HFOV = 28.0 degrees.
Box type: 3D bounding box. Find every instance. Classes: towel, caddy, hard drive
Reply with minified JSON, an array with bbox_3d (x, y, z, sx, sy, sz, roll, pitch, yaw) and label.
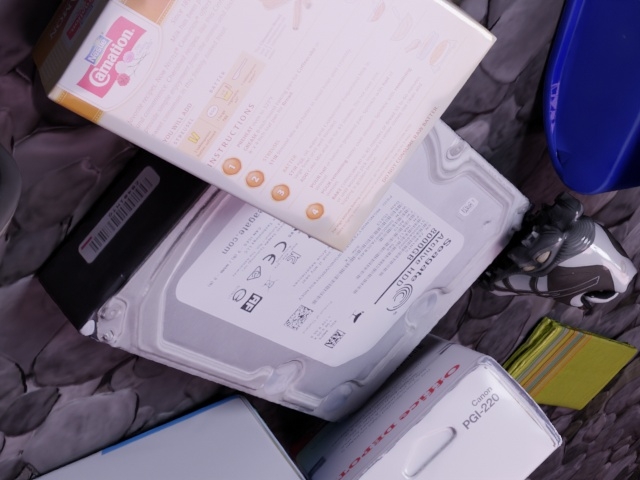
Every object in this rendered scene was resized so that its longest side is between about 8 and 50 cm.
[{"bbox_3d":[0.258,0.134,1.354,0.102,0.021,0.237,-48,149,16],"label":"towel"},{"bbox_3d":[0.307,-0.130,0.907,0.179,0.241,0.341,-17,139,-27],"label":"caddy"},{"bbox_3d":[0.000,0.000,0.871,0.237,0.064,0.339,-48,149,6],"label":"hard drive"}]

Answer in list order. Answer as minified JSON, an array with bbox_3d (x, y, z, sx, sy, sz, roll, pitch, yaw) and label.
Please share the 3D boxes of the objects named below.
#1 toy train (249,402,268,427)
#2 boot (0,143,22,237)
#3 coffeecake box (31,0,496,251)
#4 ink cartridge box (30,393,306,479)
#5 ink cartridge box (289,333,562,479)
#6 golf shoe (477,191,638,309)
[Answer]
[{"bbox_3d":[-0.052,0.155,1.030,0.024,0.017,0.083,-47,149,-17],"label":"toy train"},{"bbox_3d":[-0.286,0.111,0.525,0.284,0.138,0.377,-61,176,38],"label":"boot"},{"bbox_3d":[-0.028,-0.100,0.653,0.185,0.068,0.142,28,105,-31],"label":"coffeecake box"},{"bbox_3d":[-0.136,0.294,0.982,0.223,0.129,0.307,-21,141,-29],"label":"ink cartridge box"},{"bbox_3d":[0.073,0.159,0.997,0.158,0.092,0.218,-43,-175,-6],"label":"ink cartridge box"},{"bbox_3d":[0.188,0.025,1.025,0.077,0.094,0.198,-55,-179,-8],"label":"golf shoe"}]
